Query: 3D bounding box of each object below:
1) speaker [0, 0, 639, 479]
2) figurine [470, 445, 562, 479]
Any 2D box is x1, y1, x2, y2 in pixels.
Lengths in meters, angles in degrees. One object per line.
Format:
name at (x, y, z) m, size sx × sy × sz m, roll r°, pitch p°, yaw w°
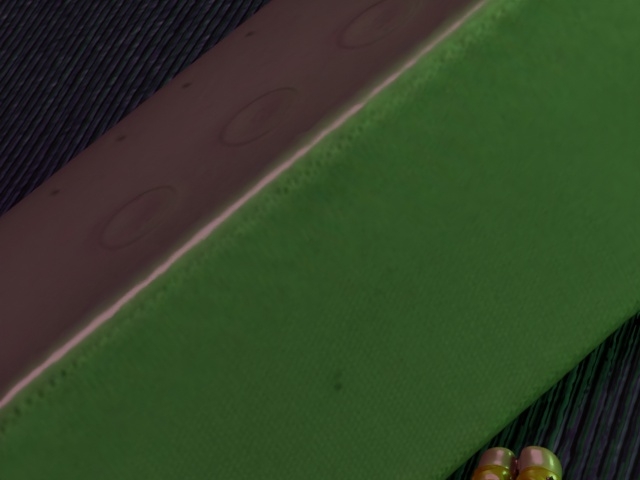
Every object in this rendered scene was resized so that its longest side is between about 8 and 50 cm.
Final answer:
speaker at (0.000, 0.000, 0.728) m, size 0.406 × 0.183 × 0.184 m, roll -39°, pitch 31°, yaw -11°
figurine at (0.063, 0.144, 0.642) m, size 0.101 × 0.068 × 0.143 m, roll -19°, pitch 30°, yaw 6°
